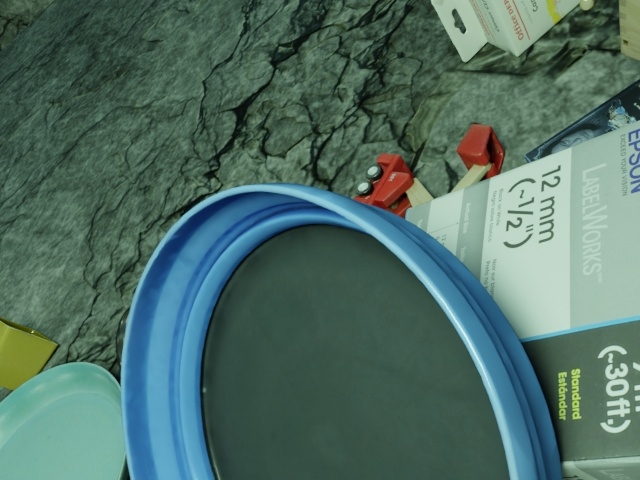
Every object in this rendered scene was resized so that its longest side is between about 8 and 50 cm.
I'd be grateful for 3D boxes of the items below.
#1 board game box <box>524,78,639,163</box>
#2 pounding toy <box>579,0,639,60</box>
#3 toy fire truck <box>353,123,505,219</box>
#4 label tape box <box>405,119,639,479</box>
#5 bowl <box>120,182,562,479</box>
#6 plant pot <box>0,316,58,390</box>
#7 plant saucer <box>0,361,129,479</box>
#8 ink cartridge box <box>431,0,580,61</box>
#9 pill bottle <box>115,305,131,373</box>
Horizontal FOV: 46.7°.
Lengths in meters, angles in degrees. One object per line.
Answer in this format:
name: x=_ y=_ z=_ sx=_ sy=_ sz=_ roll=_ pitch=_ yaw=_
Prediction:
board game box: x=0.310 y=-0.045 z=0.647 sx=0.165 sy=0.042 sz=0.243 roll=-34 pitch=40 yaw=9
pounding toy: x=0.325 y=-0.214 z=0.694 sx=0.181 sy=0.094 sz=0.206 roll=-26 pitch=36 yaw=-10
toy fire truck: x=0.103 y=-0.042 z=0.807 sx=0.135 sy=0.047 sz=0.192 roll=13 pitch=64 yaw=43
label tape box: x=0.210 y=0.050 z=0.522 sx=0.348 sy=0.115 sz=0.249 roll=-23 pitch=45 yaw=44
bowl: x=-0.009 y=0.152 z=0.536 sx=0.391 sy=0.077 sz=0.391 roll=7 pitch=100 yaw=43
plant pot: x=-0.435 y=0.159 z=1.032 sx=0.081 sy=0.081 sz=0.083 roll=14 pitch=75 yaw=45
plant saucer: x=-0.334 y=0.292 z=0.859 sx=0.318 sy=0.043 sz=0.317 roll=-21 pitch=43 yaw=22
ink cartridge box: x=0.240 y=-0.304 z=0.878 sx=0.198 sy=0.115 sz=0.067 roll=-42 pitch=40 yaw=2
pill bottle: x=-0.098 y=0.096 z=0.784 sx=0.219 sy=0.123 sz=0.122 roll=-19 pitch=45 yaw=24
